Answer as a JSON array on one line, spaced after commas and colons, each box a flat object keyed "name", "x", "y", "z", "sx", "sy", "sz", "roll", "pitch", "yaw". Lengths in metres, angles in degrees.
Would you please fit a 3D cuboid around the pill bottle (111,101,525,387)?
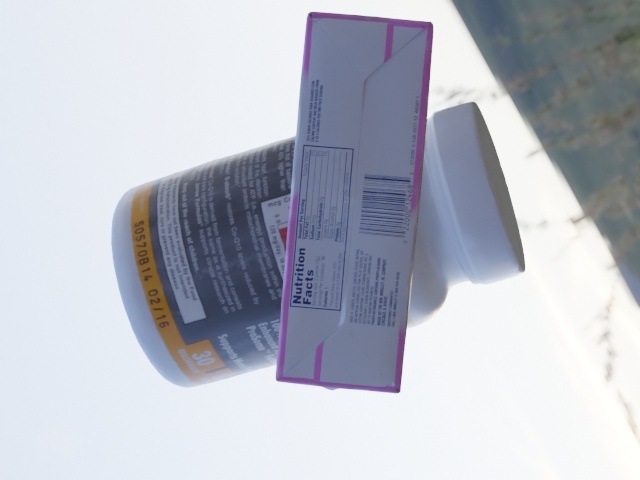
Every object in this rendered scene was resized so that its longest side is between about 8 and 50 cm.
[{"name": "pill bottle", "x": 0.000, "y": 0.000, "z": 1.126, "sx": 0.162, "sy": 0.278, "sz": 0.162, "roll": -16, "pitch": -90, "yaw": -78}]

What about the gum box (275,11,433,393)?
[{"name": "gum box", "x": 0.018, "y": -0.013, "z": 0.769, "sx": 0.107, "sy": 0.062, "sz": 0.188, "roll": -14, "pitch": -70, "yaw": -87}]
